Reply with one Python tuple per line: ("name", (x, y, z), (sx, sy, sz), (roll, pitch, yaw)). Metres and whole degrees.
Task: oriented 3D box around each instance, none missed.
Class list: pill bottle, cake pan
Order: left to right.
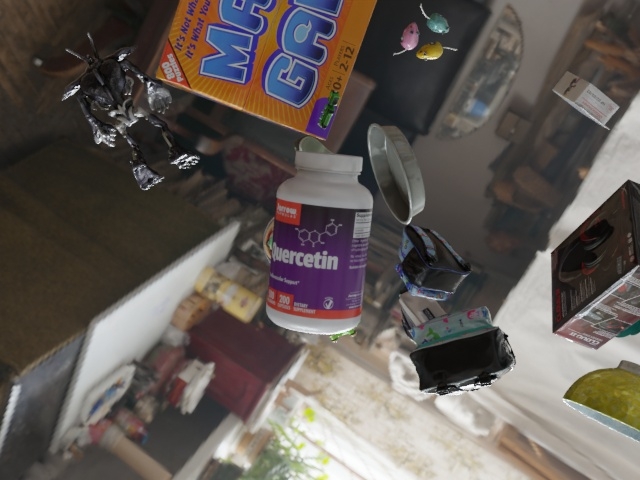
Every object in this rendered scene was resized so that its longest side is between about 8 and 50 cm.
("pill bottle", (0.000, 0.000, 1.377), (0.181, 0.181, 0.323), (-23, 119, -74))
("cake pan", (0.210, -0.191, 2.041), (0.054, 0.293, 0.293), (-20, 161, -9))

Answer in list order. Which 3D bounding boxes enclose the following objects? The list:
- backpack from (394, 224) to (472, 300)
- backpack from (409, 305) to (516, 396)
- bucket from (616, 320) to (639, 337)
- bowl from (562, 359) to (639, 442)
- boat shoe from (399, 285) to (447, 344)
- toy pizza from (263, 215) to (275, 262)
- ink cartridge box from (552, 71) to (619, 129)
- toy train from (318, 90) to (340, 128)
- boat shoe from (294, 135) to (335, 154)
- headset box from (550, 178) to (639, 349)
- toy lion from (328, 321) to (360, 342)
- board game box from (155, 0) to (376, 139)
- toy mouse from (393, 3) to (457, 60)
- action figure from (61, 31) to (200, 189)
("backpack", (0.258, 0.046, 1.815), (0.158, 0.173, 0.117), (10, 124, -34))
("backpack", (0.323, 0.259, 1.682), (0.225, 0.191, 0.253), (-19, 159, 15))
("bucket", (0.921, 0.141, 2.246), (0.183, 0.281, 0.281), (-19, 144, -40))
("bowl", (0.759, 0.387, 1.804), (0.156, 0.289, 0.289), (-62, 171, -8))
("boat shoe", (0.346, 0.296, 2.207), (0.127, 0.341, 0.158), (-20, 141, -10))
("toy pizza", (-0.075, 0.009, 2.157), (0.201, 0.201, 0.032), (-62, 170, 13))
("ink cartridge box", (0.655, -0.344, 1.810), (0.062, 0.104, 0.181), (-53, -162, 17))
("toy train", (0.017, -0.241, 1.371), (0.017, 0.024, 0.083), (-1, 139, -24))
("boat shoe", (0.010, -0.244, 2.309), (0.081, 0.228, 0.068), (-53, -151, -10))
("headset box", (0.563, 0.061, 1.453), (0.293, 0.110, 0.218), (122, -14, -50))
("toy lion", (0.076, 0.263, 2.284), (0.100, 0.034, 0.096), (-21, -154, 17))
("board game box", (-0.117, -0.448, 1.581), (0.356, 0.356, 0.357), (-132, -118, -76))
("toy mouse", (0.245, -0.479, 1.717), (0.031, 0.161, 0.143), (-108, -176, -46))
("action figure", (-0.339, -0.224, 1.297), (0.164, 0.276, 0.141), (-33, 173, -3))
